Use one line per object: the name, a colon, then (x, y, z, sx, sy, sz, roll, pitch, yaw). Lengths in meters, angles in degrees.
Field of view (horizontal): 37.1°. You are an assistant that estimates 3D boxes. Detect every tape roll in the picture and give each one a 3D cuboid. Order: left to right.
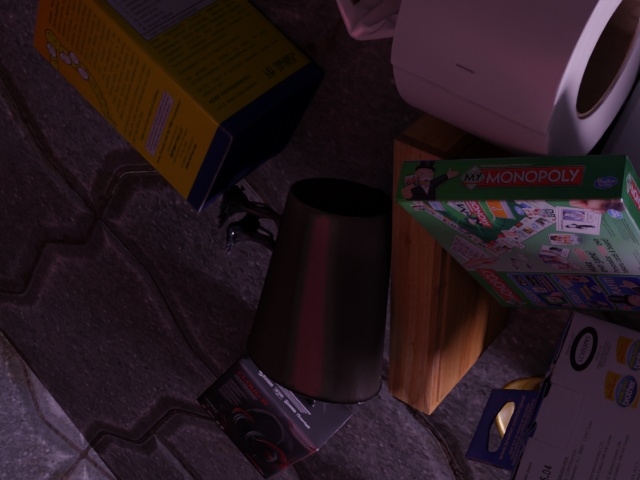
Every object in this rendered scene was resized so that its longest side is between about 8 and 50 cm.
tape roll: (0.204, -0.207, 0.902, 0.169, 0.246, 0.246, 31, 141, 25)

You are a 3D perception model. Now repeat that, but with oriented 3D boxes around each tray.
tray: (0.172, 0.008, 1.167, 0.076, 0.203, 0.411, 26, 139, 29)

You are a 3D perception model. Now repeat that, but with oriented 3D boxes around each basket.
basket: (0.007, 0.050, 1.162, 0.204, 0.154, 0.227, 34, 123, 45)
basket: (0.103, -0.297, 1.046, 0.167, 0.103, 0.113, 2, 123, 46)

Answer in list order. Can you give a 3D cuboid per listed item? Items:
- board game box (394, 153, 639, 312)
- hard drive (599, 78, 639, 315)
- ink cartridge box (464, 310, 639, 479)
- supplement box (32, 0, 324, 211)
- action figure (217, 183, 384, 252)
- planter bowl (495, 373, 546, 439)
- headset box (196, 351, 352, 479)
board game box: (0.239, 0.004, 0.974, 0.213, 0.046, 0.317, 2, 159, 31)
hard drive: (0.390, -0.036, 1.035, 0.203, 0.040, 0.307, 36, 142, 19)
ink cartridge box: (0.363, 0.254, 1.049, 0.395, 0.270, 0.151, 18, 152, 19)
supplement box: (-0.206, -0.255, 1.341, 0.356, 0.194, 0.195, 45, 145, 7)
action figure: (0.000, 0.000, 1.328, 0.275, 0.141, 0.164, 7, 142, 5)
planter bowl: (0.352, 0.247, 1.292, 0.217, 0.090, 0.217, 29, 140, 28)
headset box: (-0.088, 0.310, 1.806, 0.218, 0.110, 0.293, 49, 145, 2)
